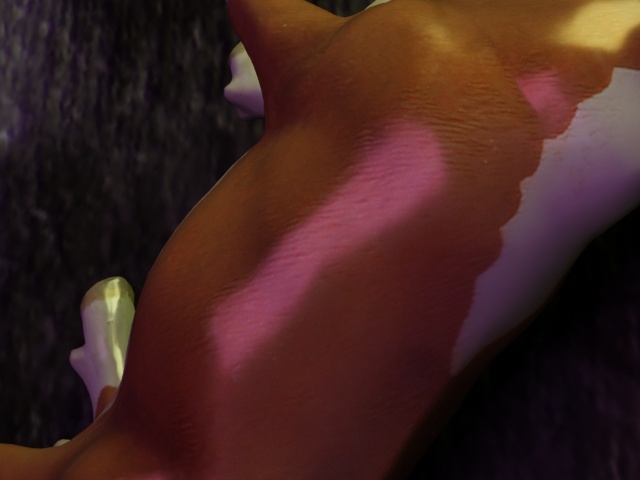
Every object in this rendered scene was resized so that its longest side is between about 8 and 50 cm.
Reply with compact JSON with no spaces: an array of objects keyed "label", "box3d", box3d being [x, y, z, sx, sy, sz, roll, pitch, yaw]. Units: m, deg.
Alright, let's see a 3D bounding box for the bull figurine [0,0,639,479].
[{"label":"bull figurine","box3d":[0.000,0.000,0.464,0.188,0.101,0.310,36,89,41]}]
